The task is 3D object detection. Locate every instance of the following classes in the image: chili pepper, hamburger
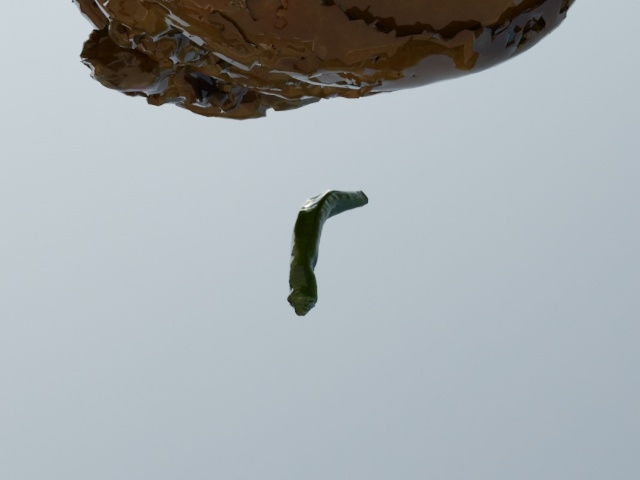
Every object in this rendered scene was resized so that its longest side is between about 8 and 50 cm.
[{"bbox_3d":[-0.001,0.000,0.809,0.017,0.083,0.030,-18,-55,33],"label":"chili pepper"},{"bbox_3d":[0.007,-0.170,0.782,0.211,0.261,0.245,-178,-84,-80],"label":"hamburger"}]
